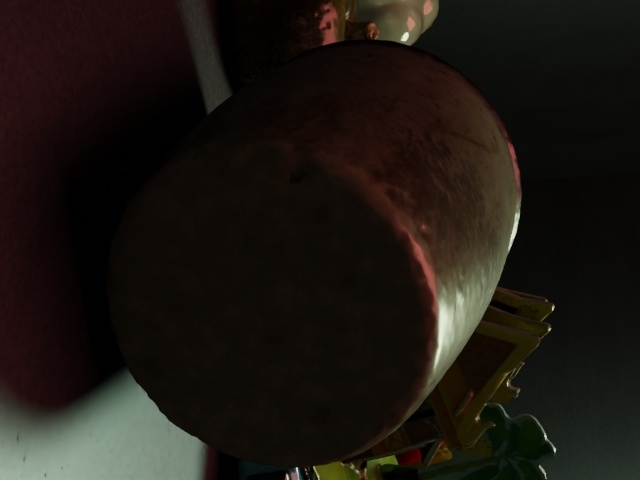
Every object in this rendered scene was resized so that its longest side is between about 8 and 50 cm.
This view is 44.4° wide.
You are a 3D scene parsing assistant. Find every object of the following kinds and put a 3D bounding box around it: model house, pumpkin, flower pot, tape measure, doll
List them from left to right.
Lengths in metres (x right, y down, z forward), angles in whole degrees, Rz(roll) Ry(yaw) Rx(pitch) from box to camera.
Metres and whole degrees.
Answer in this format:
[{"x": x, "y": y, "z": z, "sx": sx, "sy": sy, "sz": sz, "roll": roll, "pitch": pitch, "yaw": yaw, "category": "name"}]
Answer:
[{"x": -0.047, "y": 0.234, "z": 0.799, "sx": 0.125, "sy": 0.081, "sz": 0.146, "roll": -97, "pitch": 176, "yaw": -50, "category": "tape measure"}, {"x": -0.012, "y": -0.234, "z": 0.894, "sx": 0.219, "sy": 0.163, "sz": 0.218, "roll": 0, "pitch": 90, "yaw": -76, "category": "pumpkin"}, {"x": 0.000, "y": 0.000, "z": 0.621, "sx": 0.330, "sy": 0.294, "sz": 0.293, "roll": -46, "pitch": 133, "yaw": -66, "category": "flower pot"}, {"x": 0.101, "y": -0.500, "z": 1.424, "sx": 0.215, "sy": 0.226, "sz": 0.370, "roll": -41, "pitch": 142, "yaw": -31, "category": "doll"}, {"x": 0.142, "y": 0.197, "z": 0.935, "sx": 0.242, "sy": 0.313, "sz": 0.357, "roll": -31, "pitch": 101, "yaw": -65, "category": "model house"}]

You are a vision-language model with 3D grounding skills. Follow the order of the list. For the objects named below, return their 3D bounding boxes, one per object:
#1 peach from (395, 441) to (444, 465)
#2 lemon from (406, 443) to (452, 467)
[{"x": 0.115, "y": 0.260, "z": 1.316, "sx": 0.243, "sy": 0.200, "sz": 0.243, "roll": 56, "pitch": 15, "yaw": -23, "category": "peach"}, {"x": 0.224, "y": 0.547, "z": 1.437, "sx": 0.364, "sy": 0.365, "sz": 0.363, "roll": -3, "pitch": 90, "yaw": -79, "category": "lemon"}]
